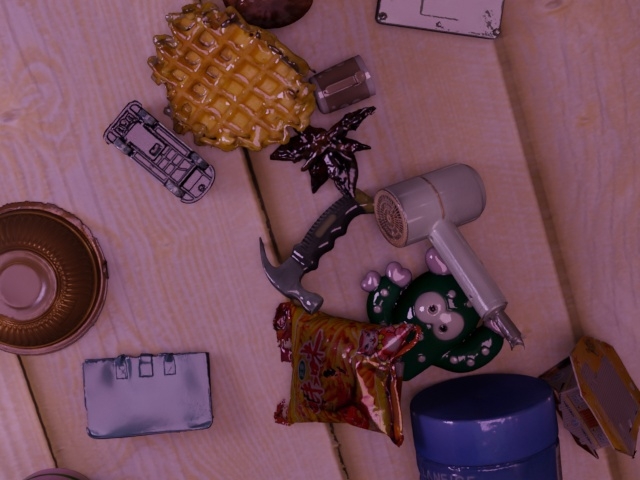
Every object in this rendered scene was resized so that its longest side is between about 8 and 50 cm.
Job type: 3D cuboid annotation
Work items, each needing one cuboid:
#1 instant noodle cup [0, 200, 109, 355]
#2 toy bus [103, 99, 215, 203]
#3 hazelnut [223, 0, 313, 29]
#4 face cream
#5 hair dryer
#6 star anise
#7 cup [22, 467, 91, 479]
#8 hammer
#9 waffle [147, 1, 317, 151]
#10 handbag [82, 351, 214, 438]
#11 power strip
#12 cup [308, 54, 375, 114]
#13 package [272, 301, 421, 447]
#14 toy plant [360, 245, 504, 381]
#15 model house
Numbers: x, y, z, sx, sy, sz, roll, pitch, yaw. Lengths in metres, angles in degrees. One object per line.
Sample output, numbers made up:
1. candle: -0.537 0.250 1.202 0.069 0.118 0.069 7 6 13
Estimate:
1. instant noodle cup: -0.498 0.070 1.844 0.274 0.091 0.274 -1 96 -5
2. toy bus: -0.266 -0.145 1.839 0.194 0.089 0.087 39 91 -8
3. hazelnut: -0.087 -0.413 1.802 0.154 0.143 0.143 11 96 -8
4. face cream: 0.289 0.369 1.872 0.249 0.249 0.225 -11 99 -4
5. hair dryer: 0.246 0.036 1.811 0.173 0.107 0.357 -20 63 -21
6. star anise: 0.016 -0.142 1.865 0.212 0.053 0.157 -9 105 24
7. cup: -0.460 0.505 1.810 0.253 0.274 0.253 -1 95 -6
8. hammer: 0.000 0.000 1.888 0.159 0.041 0.226 41 82 15
9. waffle: -0.149 -0.265 1.805 0.281 0.060 0.262 -2 120 15
10. handbag: -0.300 0.267 1.906 0.221 0.057 0.144 -2 93 -5
11. power strip: 0.209 -0.428 1.863 0.216 0.061 0.145 6 97 -7
12. cup: 0.038 -0.256 1.849 0.099 0.102 0.074 -24 121 -1
13. package: 0.044 0.232 1.874 0.288 0.108 0.223 8 95 36
14. toy plant: 0.199 0.131 1.904 0.243 0.112 0.232 -21 99 8
15. model house: 0.458 0.283 1.941 0.136 0.207 0.219 -29 101 36
